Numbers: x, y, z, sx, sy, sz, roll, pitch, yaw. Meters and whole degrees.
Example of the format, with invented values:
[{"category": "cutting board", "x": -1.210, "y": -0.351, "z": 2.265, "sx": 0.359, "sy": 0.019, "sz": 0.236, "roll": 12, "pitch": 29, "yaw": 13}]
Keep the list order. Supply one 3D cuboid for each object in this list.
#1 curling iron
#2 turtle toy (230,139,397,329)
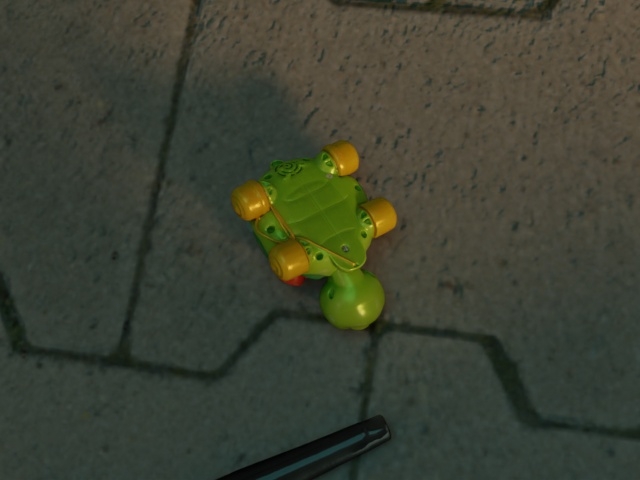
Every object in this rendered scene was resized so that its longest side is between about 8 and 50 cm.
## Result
[{"category": "curling iron", "x": -0.085, "y": 0.166, "z": 0.833, "sx": 0.274, "sy": 0.035, "sz": 0.068, "roll": -19, "pitch": 72, "yaw": 6}, {"category": "turtle toy", "x": 0.000, "y": 0.000, "z": 0.845, "sx": 0.095, "sy": 0.066, "sz": 0.130, "roll": -25, "pitch": 71, "yaw": -21}]
